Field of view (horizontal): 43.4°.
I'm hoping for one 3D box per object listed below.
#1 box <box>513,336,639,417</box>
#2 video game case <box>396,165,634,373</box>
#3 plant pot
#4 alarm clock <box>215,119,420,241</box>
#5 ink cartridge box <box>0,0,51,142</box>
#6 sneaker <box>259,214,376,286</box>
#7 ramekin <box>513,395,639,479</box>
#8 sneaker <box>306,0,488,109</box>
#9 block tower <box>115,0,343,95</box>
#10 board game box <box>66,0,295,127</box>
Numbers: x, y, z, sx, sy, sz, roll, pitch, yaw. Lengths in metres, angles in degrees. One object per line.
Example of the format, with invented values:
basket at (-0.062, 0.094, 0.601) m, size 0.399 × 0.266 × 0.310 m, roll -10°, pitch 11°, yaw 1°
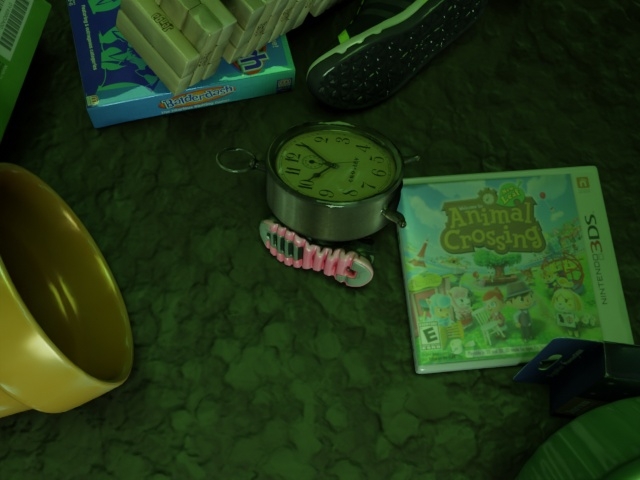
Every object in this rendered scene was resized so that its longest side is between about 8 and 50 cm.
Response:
box at (0.294, 0.129, 0.701) m, size 0.225 × 0.136 × 0.037 m, roll 7°, pitch 65°, yaw -1°
video game case at (0.185, 0.024, 0.787) m, size 0.212 × 0.023 × 0.194 m, roll -4°, pitch 73°, yaw -5°
plant pot at (-0.290, 0.068, 0.665) m, size 0.187 × 0.205 × 0.205 m, roll -27°, pitch 75°, yaw 4°
alarm clock at (-0.007, -0.060, 0.765) m, size 0.191 × 0.064 × 0.129 m, roll 14°, pitch 44°, yaw 5°
ink cartridge box at (-0.408, -0.166, 0.783) m, size 0.255 × 0.097 × 0.189 m, roll 1°, pitch 69°, yaw 33°
sneaker at (0.000, 0.000, 0.779) m, size 0.119 × 0.047 × 0.057 m, roll 23°, pitch 50°, yaw 3°
ramekin at (0.277, 0.265, 0.601) m, size 0.303 × 0.148 × 0.304 m, roll 0°, pitch 100°, yaw -1°
sneaker at (0.071, -0.224, 0.845) m, size 0.234 × 0.084 × 0.097 m, roll -35°, pitch 54°, yaw -14°
block tower at (-0.031, -0.268, 0.787) m, size 0.335 × 0.091 × 0.097 m, roll -39°, pitch 87°, yaw -29°
board game box at (-0.145, -0.215, 0.829) m, size 0.210 × 0.047 × 0.160 m, roll -13°, pitch 73°, yaw -9°
